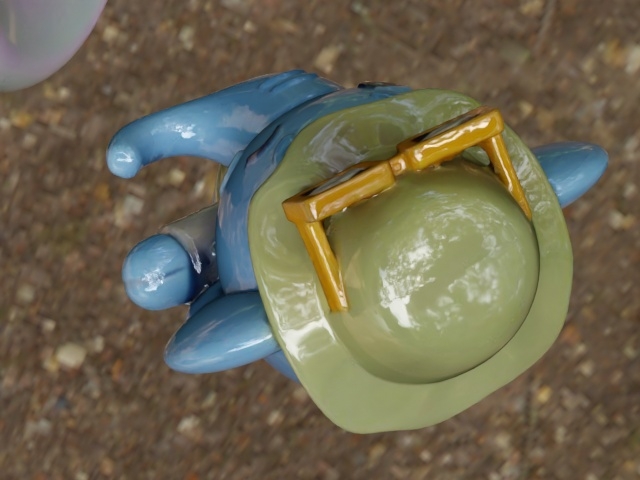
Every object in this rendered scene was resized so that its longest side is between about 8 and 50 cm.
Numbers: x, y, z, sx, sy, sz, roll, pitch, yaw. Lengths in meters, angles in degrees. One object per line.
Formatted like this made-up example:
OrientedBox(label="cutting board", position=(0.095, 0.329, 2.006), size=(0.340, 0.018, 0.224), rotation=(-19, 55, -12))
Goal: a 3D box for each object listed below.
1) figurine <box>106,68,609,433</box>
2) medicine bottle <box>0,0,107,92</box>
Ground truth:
OrientedBox(label="figurine", position=(0.002, 0.003, 0.861), size=(0.180, 0.262, 0.154), rotation=(3, 87, -31))
OrientedBox(label="medicine bottle", position=(-0.319, -0.249, 1.363), size=(0.325, 0.256, 0.256), rotation=(12, 51, 20))
